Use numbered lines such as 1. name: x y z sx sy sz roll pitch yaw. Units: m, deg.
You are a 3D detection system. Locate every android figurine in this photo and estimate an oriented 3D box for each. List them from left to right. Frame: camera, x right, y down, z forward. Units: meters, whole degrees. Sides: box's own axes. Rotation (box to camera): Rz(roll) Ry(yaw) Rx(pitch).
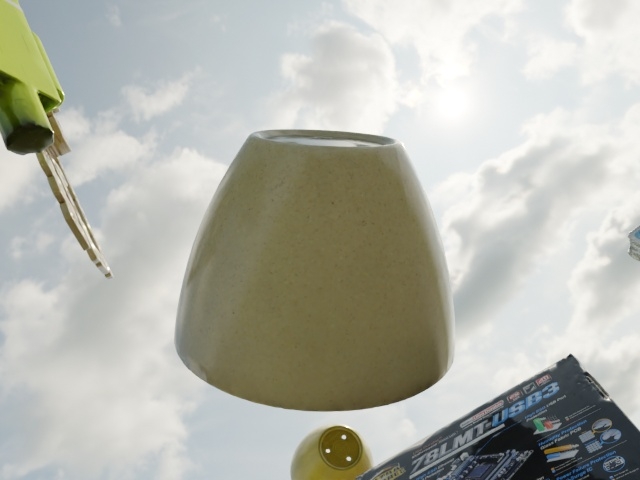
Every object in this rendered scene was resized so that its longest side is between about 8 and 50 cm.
1. android figurine: -0.334 -0.206 0.484 0.056 0.273 0.248 -33 -14 10

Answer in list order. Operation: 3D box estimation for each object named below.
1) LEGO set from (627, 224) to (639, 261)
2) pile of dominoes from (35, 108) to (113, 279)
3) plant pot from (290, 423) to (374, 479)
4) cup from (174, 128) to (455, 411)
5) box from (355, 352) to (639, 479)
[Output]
1. LEGO set: 0.272 -0.035 0.190 0.244 0.182 0.060 -31 -55 -10
2. pile of dominoes: -0.309 -0.087 0.676 0.040 0.251 0.196 -26 -8 -17
3. plant pot: 0.023 0.334 0.835 0.134 0.134 0.095 -14 -39 -19
4. cup: 0.000 0.000 0.629 0.331 0.331 0.237 -6 -70 -27
5. box: 0.158 0.252 0.487 0.295 0.073 0.293 -34 4 11
